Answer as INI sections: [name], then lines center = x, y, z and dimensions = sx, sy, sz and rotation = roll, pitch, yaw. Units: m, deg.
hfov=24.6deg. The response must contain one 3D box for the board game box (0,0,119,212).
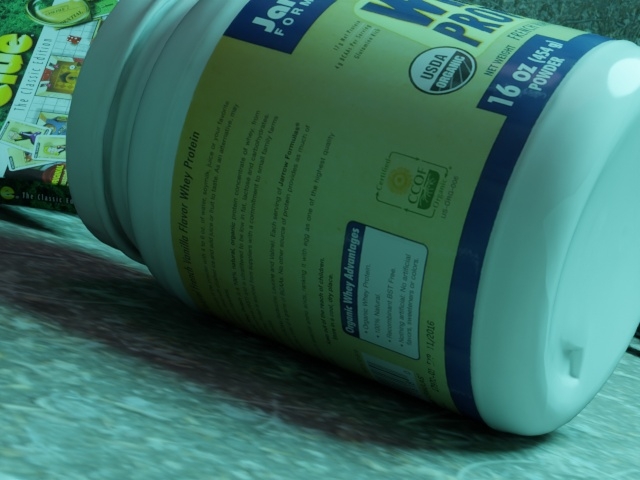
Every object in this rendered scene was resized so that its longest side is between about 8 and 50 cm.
[board game box]
center = -0.210, -0.120, 1.140
dimensions = 0.136, 0.030, 0.259
rotation = 5, 42, 2

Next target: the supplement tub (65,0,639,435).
[supplement tub]
center = 0.030, -0.038, 0.869
dimensions = 0.316, 0.228, 0.228
rotation = 19, 7, 27

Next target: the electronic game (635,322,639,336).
[electronic game]
center = 0.355, 0.088, 1.365
dimensions = 0.229, 0.048, 0.229
rotation = 21, 12, -5
